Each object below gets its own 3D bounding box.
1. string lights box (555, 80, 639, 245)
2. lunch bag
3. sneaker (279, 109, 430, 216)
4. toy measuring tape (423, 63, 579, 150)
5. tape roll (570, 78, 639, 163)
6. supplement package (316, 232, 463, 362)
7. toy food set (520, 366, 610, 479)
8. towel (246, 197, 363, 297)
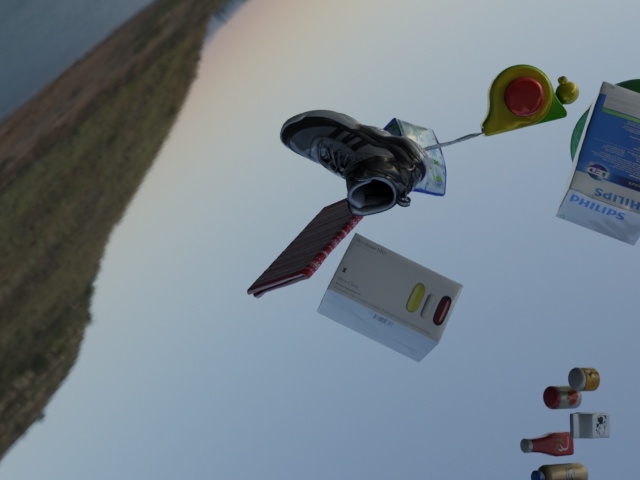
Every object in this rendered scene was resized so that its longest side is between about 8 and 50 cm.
[{"bbox_3d":[0.480,-0.129,1.558,0.077,0.133,0.260,100,14,-54],"label":"string lights box"},{"bbox_3d":[0.190,-0.161,1.994,0.128,0.151,0.096,7,143,-42],"label":"lunch bag"},{"bbox_3d":[0.045,-0.131,1.640,0.153,0.268,0.101,-65,168,-48],"label":"sneaker"},{"bbox_3d":[0.295,-0.242,1.726,0.330,0.121,0.121,-14,-163,5],"label":"toy measuring tape"},{"bbox_3d":[0.694,-0.185,2.043,0.321,0.321,0.077,-25,-162,52],"label":"tape roll"},{"bbox_3d":[0.148,0.128,2.114,0.204,0.261,0.145,111,5,-70],"label":"supplement package"},{"bbox_3d":[0.394,0.323,1.574,0.111,0.104,0.232,169,-78,-65],"label":"toy food set"},{"bbox_3d":[0.000,0.000,1.767,0.199,0.031,0.275,-22,-159,52],"label":"towel"}]
